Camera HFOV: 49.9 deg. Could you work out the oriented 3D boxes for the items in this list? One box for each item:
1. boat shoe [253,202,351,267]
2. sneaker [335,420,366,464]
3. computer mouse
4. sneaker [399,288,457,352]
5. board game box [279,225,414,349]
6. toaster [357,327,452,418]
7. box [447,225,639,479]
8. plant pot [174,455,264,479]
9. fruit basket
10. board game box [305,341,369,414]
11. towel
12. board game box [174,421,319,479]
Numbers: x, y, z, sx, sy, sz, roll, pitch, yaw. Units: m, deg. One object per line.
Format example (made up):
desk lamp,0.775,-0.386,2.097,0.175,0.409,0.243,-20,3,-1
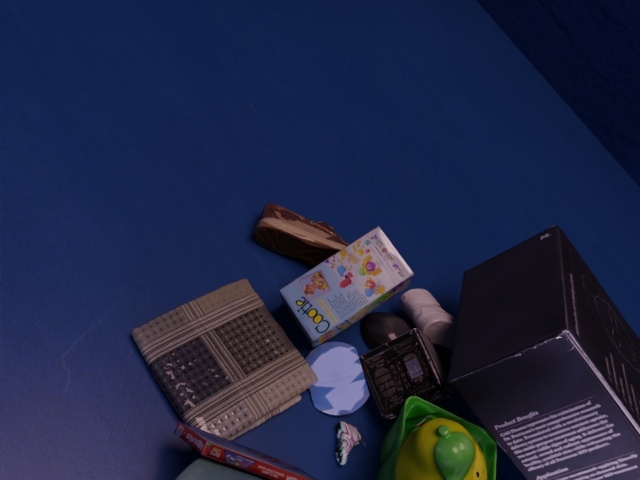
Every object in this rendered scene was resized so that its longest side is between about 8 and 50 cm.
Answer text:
boat shoe,0.000,0.000,1.772,0.342,0.123,0.123,21,48,-10
sneaker,0.070,0.451,1.523,0.069,0.038,0.098,18,49,-20
computer mouse,0.223,0.277,1.733,0.272,0.072,0.188,45,46,5
sneaker,0.331,0.213,1.825,0.293,0.108,0.169,30,17,-40
board game box,0.060,0.114,1.614,0.275,0.142,0.144,-32,76,-9
toaster,0.203,0.319,1.601,0.110,0.168,0.185,30,33,-60
box,0.571,0.302,1.639,0.471,0.297,0.480,53,29,-14
plant pot,-0.160,0.521,1.183,0.255,0.271,0.272,34,43,16
fruit basket,0.249,0.491,1.381,0.283,0.392,0.392,27,46,-12
board game box,0.033,0.322,1.597,0.133,0.033,0.168,-11,71,-15
towel,-0.202,0.260,1.496,0.324,0.056,0.312,-24,69,-40
board game box,-0.130,0.418,1.309,0.281,0.145,0.027,30,77,-28
